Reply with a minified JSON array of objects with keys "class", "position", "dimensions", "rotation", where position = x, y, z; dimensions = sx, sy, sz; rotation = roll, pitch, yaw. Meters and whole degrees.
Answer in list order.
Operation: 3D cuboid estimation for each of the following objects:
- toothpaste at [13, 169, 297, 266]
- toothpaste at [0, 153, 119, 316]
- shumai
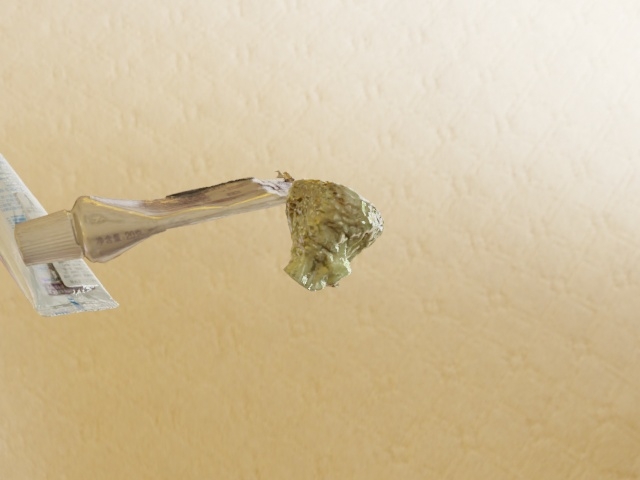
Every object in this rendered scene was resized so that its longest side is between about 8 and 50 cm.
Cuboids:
[{"class":"toothpaste","position":[-0.153,-0.025,1.121],"dimensions":[0.282,0.068,0.099],"rotation":[-12,45,-12]},{"class":"toothpaste","position":[-0.353,-0.018,1.340],"dimensions":[0.299,0.073,0.114],"rotation":[48,26,25]},{"class":"shumai","position":[0.000,0.000,0.934],"dimensions":[0.083,0.082,0.080],"rotation":[30,66,-10]}]
